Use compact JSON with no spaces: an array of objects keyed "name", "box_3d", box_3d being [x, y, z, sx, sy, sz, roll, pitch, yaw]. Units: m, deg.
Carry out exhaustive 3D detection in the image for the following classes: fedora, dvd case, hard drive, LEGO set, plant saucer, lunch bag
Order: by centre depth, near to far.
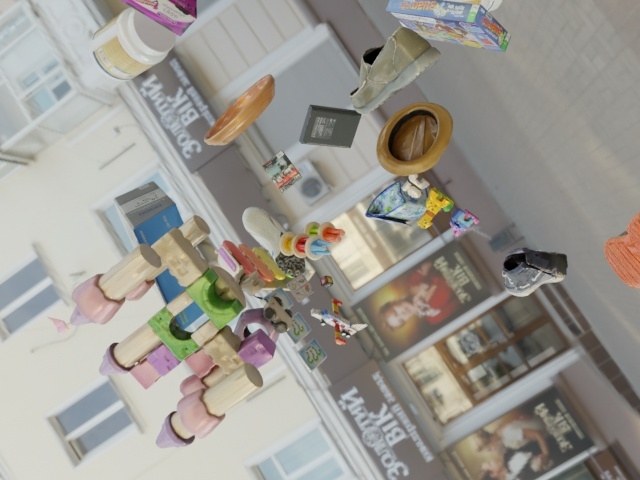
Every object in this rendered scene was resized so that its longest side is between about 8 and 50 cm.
[{"name":"plant saucer","box_3d":[-0.165,-0.270,1.387,0.037,0.200,0.200,44,-168,-20]},{"name":"LEGO set","box_3d":[-0.003,0.152,1.409,0.182,0.060,0.244,55,-149,3]},{"name":"fedora","box_3d":[0.219,-0.216,1.464,0.079,0.194,0.194,43,-165,-50]},{"name":"hard drive","box_3d":[0.024,-0.267,1.543,0.135,0.094,0.022,1,-147,-28]},{"name":"LEGO set","box_3d":[0.294,-0.068,1.648,0.227,0.093,0.087,34,-162,-15]},{"name":"lunch bag","box_3d":[0.221,-0.094,1.877,0.129,0.151,0.096,11,-121,-41]},{"name":"dvd case","box_3d":[-0.124,-0.224,2.130,0.119,0.087,0.013,53,-172,13]}]

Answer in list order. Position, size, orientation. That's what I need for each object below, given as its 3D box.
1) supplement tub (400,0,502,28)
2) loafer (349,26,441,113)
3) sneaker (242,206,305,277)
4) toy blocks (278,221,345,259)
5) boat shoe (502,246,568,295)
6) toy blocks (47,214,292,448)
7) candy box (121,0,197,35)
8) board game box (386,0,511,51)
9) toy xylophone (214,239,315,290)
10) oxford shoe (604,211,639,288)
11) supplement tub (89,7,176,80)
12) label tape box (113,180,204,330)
[{"name":"supplement tub","box_3d":[0.412,-0.821,2.117,0.228,0.316,0.228,167,90,-77]},{"name":"loafer","box_3d":[0.112,-0.291,1.105,0.087,0.094,0.251,54,158,-6]},{"name":"sneaker","box_3d":[-0.123,0.000,1.807,0.237,0.085,0.086,50,-173,-2]},{"name":"toy blocks","box_3d":[0.000,0.000,1.389,0.148,0.123,0.054,7,116,53]},{"name":"boat shoe","box_3d":[0.649,0.095,2.138,0.340,0.158,0.127,127,154,-68]},{"name":"toy blocks","box_3d":[-0.243,0.151,1.040,0.288,0.260,0.309,50,-165,-7]},{"name":"candy box","box_3d":[-0.361,-0.595,1.471,0.159,0.071,0.233,23,-134,-40]},{"name":"board game box","box_3d":[0.242,-0.413,1.239,0.201,0.035,0.136,25,-173,38]},{"name":"toy xylophone","box_3d":[-0.187,0.068,1.995,0.322,0.081,0.236,0,-146,-50]},{"name":"oxford shoe","box_3d":[0.731,0.007,1.427,0.130,0.132,0.364,58,176,18]},{"name":"supplement tub","box_3d":[-0.470,-0.496,1.639,0.144,0.199,0.144,13,-108,-45]},{"name":"label tape box","box_3d":[-0.309,0.035,1.337,0.333,0.106,0.241,34,146,60]}]
